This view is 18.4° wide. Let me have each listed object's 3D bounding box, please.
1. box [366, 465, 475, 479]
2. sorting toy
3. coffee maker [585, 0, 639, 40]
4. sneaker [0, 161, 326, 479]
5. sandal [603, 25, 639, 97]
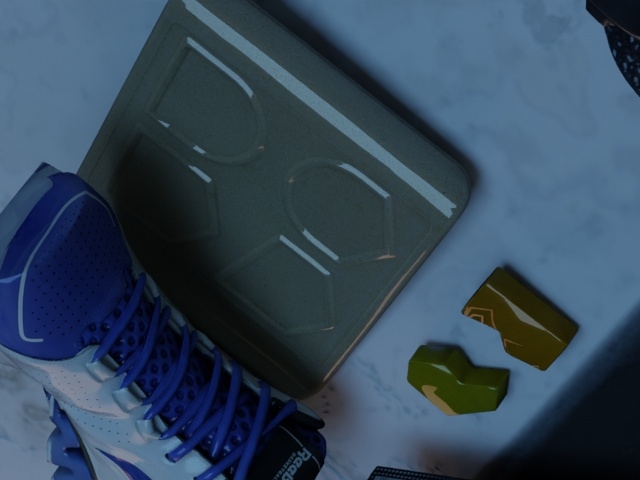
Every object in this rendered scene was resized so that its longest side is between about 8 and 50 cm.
[{"bbox_3d":[0.160,0.251,1.200,0.270,0.060,0.216,5,128,32],"label":"box"},{"bbox_3d":[0.000,0.000,1.215,0.307,0.041,0.229,38,133,2],"label":"sorting toy"},{"bbox_3d":[0.199,-0.187,0.878,0.120,0.178,0.171,25,126,20],"label":"coffee maker"},{"bbox_3d":[-0.091,0.091,1.230,0.182,0.127,0.315,17,147,25],"label":"sneaker"},{"bbox_3d":[0.167,-0.146,1.022,0.067,0.040,0.179,-31,81,36],"label":"sandal"}]
